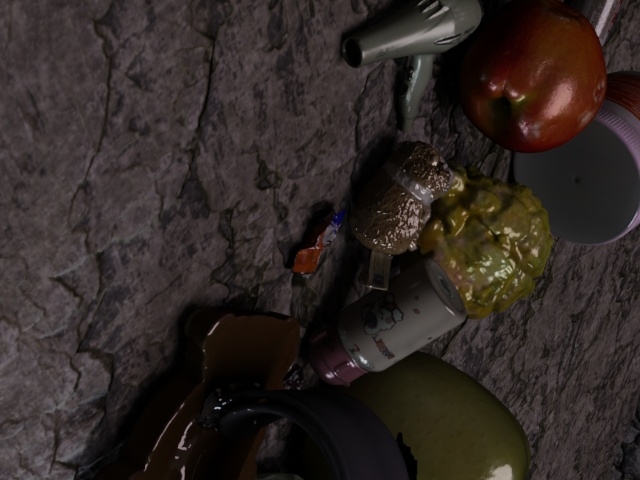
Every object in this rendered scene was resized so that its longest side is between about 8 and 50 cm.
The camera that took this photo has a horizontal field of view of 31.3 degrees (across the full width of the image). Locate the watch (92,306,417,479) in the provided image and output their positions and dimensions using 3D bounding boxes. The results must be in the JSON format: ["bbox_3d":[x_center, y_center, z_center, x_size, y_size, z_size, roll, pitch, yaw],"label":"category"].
[{"bbox_3d":[-0.055,0.287,1.412,0.314,0.327,0.335,14,101,-60],"label":"watch"}]

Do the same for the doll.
[{"bbox_3d":[0.103,-0.040,1.617,0.115,0.105,0.221,19,106,-26],"label":"doll"}]

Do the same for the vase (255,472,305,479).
[{"bbox_3d":[-0.055,0.498,1.769,0.165,0.165,0.360,-46,150,-27],"label":"vase"}]

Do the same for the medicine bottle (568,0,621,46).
[{"bbox_3d":[0.449,-0.369,1.917,0.079,0.079,0.140,0,113,-57],"label":"medicine bottle"}]

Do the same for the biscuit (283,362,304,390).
[{"bbox_3d":[-0.060,0.217,1.650,0.089,0.027,0.087,-15,127,-52],"label":"biscuit"}]

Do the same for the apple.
[{"bbox_3d":[0.149,0.355,1.799,0.357,0.357,0.357,-37,142,-37],"label":"apple"}]

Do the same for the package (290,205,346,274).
[{"bbox_3d":[-0.001,-0.001,1.564,0.110,0.033,0.077,-56,176,17],"label":"package"}]

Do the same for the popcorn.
[{"bbox_3d":[0.229,-0.011,1.747,0.212,0.259,0.259,-65,169,-66],"label":"popcorn"}]

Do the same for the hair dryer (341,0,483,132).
[{"bbox_3d":[0.099,-0.235,1.511,0.219,0.088,0.225,-8,135,-47],"label":"hair dryer"}]

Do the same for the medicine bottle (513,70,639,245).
[{"bbox_3d":[0.503,-0.149,2.006,0.241,0.252,0.252,-31,138,-42],"label":"medicine bottle"}]

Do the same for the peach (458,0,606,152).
[{"bbox_3d":[0.313,-0.250,1.684,0.243,0.199,0.243,-17,112,-48],"label":"peach"}]

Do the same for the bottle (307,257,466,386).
[{"bbox_3d":[0.088,0.127,1.657,0.233,0.110,0.110,-33,155,17],"label":"bottle"}]
